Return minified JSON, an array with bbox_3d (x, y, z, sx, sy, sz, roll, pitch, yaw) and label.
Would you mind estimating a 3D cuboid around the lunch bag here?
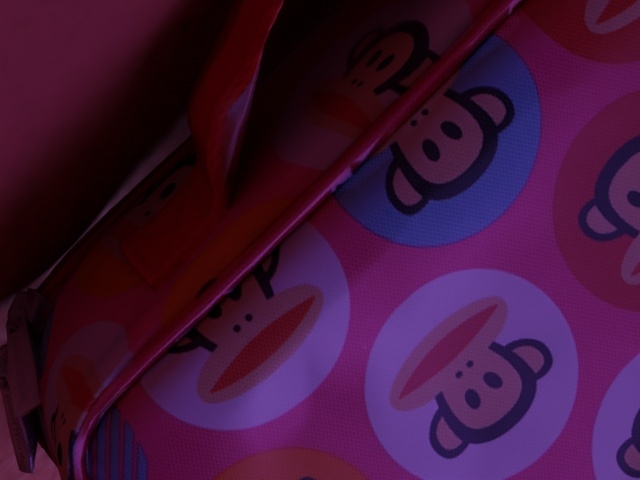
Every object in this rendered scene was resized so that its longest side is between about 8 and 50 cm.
[{"bbox_3d":[0.060,0.014,0.588,0.293,0.258,0.120,-42,-156,-4],"label":"lunch bag"}]
